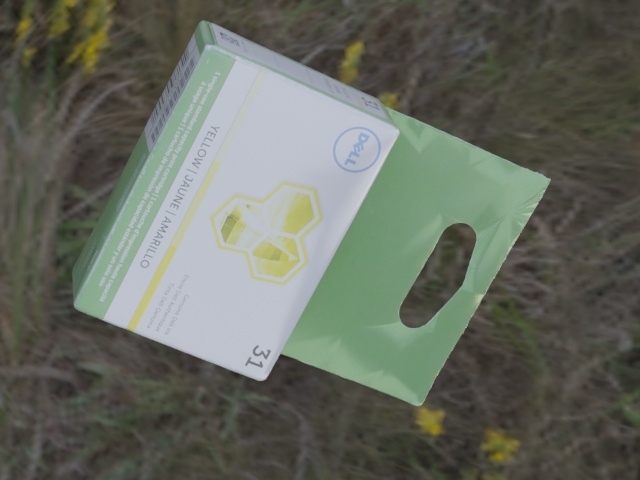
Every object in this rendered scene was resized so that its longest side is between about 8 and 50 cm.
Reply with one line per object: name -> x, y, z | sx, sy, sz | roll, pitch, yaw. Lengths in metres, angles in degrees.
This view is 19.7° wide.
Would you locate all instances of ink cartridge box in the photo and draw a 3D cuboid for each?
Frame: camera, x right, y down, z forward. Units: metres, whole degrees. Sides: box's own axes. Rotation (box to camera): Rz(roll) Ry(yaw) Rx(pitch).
ink cartridge box -> 0.000, 0.000, 1.041 | 0.235, 0.056, 0.171 | 23, 108, -18
